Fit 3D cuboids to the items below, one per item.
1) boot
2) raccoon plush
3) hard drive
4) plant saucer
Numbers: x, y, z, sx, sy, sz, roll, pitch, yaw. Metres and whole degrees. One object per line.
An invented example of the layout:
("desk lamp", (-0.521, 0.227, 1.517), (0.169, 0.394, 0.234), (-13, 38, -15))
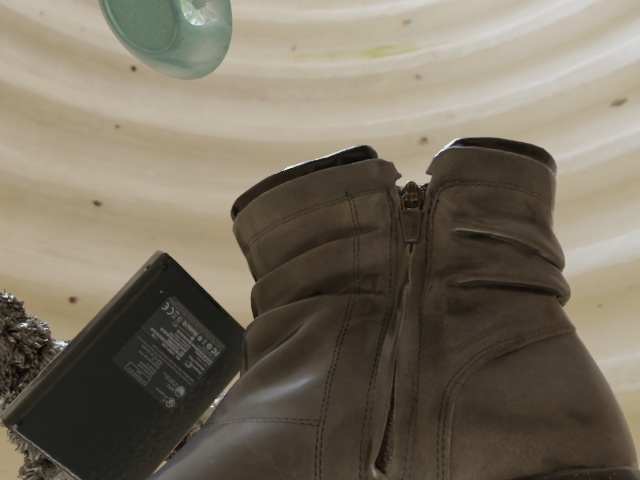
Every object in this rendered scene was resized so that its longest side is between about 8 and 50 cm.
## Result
("boot", (-0.025, 0.074, 0.369), (0.118, 0.338, 0.222), (91, 168, -62))
("raccoon plush", (-0.354, 0.189, 1.136), (0.216, 0.447, 0.299), (-83, -30, -60))
("hard drive", (-0.113, 0.087, 0.463), (0.135, 0.022, 0.094), (-49, -65, -18))
("plant saucer", (-0.185, -0.258, 0.810), (0.195, 0.195, 0.037), (54, -132, -14))
